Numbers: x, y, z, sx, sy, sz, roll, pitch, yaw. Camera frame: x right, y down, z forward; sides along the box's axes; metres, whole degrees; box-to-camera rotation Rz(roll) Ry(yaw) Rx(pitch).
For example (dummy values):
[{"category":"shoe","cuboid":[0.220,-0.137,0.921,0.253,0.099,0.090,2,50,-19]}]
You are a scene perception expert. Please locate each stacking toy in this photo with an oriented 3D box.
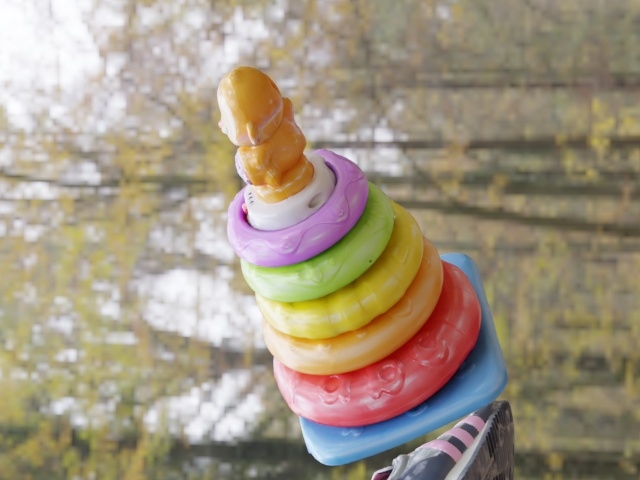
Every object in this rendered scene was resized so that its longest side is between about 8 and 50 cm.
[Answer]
[{"category":"stacking toy","cuboid":[0.000,0.000,1.170,0.175,0.165,0.302,-100,-17,-52]}]

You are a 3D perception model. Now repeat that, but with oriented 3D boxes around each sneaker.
[{"category":"sneaker","cuboid":[0.127,0.246,1.788,0.319,0.131,0.112,-28,-66,-68]}]
